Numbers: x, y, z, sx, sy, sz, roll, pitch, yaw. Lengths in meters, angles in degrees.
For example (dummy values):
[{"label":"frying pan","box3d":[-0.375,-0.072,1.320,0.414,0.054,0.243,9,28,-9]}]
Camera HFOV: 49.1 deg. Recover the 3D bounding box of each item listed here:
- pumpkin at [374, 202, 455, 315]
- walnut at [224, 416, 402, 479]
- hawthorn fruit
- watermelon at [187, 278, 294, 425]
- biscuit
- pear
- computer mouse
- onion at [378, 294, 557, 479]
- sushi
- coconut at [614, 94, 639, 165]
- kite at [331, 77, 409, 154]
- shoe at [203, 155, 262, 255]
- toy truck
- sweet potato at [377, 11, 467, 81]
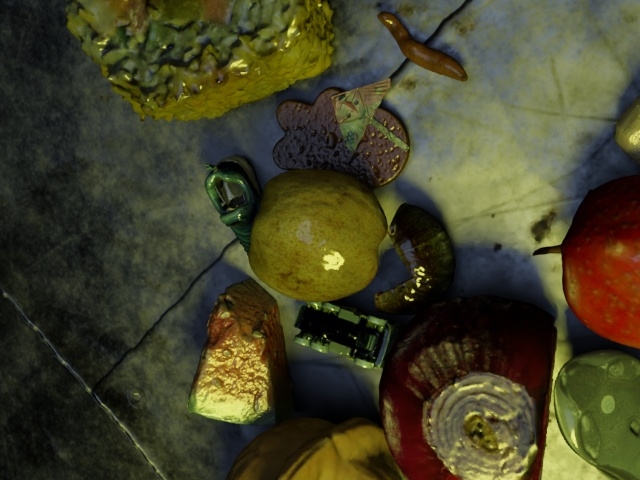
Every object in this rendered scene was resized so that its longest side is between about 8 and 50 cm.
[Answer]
[{"label":"pumpkin","box3d":[0.159,0.040,1.114,0.107,0.119,0.184,16,109,29]},{"label":"walnut","box3d":[-0.012,0.478,1.145,0.383,0.383,0.384,4,101,20]},{"label":"hawthorn fruit","box3d":[0.438,0.031,0.965,0.300,0.254,0.254,1,101,45]},{"label":"watermelon","box3d":[-0.127,0.196,1.237,0.139,0.193,0.257,2,87,19]},{"label":"biscuit","box3d":[0.033,-0.162,1.167,0.236,0.039,0.180,13,102,17]},{"label":"pear","box3d":[0.000,0.000,1.117,0.211,0.188,0.229,20,132,14]},{"label":"computer mouse","box3d":[0.470,0.299,1.044,0.379,0.090,0.167,42,77,-15]},{"label":"onion","box3d":[0.214,0.248,1.043,0.260,0.282,0.337,6,101,15]},{"label":"sushi","box3d":[-0.194,-0.384,1.106,0.396,0.240,0.352,-18,93,20]},{"label":"coconut","box3d":[0.478,-0.159,0.966,0.110,0.110,0.124,44,118,8]},{"label":"kite","box3d":[0.083,-0.197,1.125,0.152,0.005,0.137,30,107,10]},{"label":"shoe","box3d":[-0.138,-0.046,1.219,0.091,0.106,0.207,-25,96,24]},{"label":"toy truck","box3d":[0.052,0.156,1.179,0.191,0.116,0.085,13,87,36]},{"label":"sweet potato","box3d":[0.156,-0.296,1.094,0.179,0.044,0.044,40,111,16]}]
